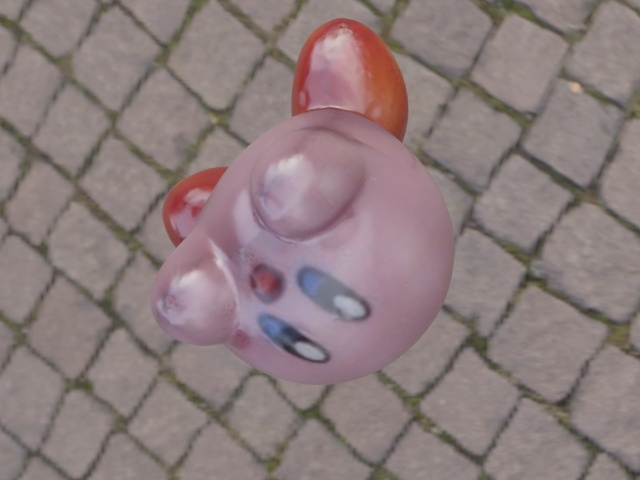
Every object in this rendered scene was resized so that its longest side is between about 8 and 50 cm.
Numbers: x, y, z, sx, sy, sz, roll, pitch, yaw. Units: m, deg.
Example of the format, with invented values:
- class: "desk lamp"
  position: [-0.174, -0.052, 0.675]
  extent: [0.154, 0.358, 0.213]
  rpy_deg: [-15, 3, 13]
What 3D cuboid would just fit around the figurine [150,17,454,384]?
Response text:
- class: "figurine"
  position: [0.004, 0.000, 1.266]
  extent: [0.211, 0.261, 0.270]
  rpy_deg: [37, 113, -14]
